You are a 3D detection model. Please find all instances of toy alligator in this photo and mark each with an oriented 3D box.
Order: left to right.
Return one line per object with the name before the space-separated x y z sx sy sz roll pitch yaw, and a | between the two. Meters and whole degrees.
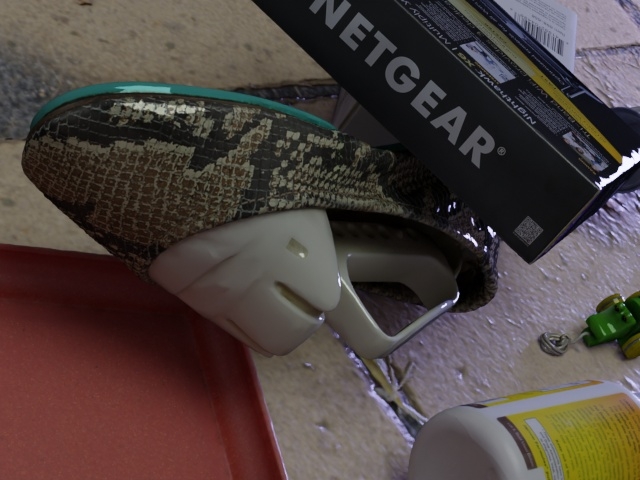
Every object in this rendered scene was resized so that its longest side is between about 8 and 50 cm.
toy alligator | 0.278 0.072 1.331 0.189 0.051 0.056 -5 54 -40

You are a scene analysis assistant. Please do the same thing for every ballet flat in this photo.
ballet flat | 0.000 0.000 1.071 0.483 0.164 0.182 5 61 -54

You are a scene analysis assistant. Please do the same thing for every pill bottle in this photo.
pill bottle | 0.178 0.170 1.105 0.215 0.117 0.117 -5 54 -39

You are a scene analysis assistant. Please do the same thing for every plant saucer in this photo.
plant saucer | -0.155 0.119 0.967 0.258 0.048 0.259 7 48 -32

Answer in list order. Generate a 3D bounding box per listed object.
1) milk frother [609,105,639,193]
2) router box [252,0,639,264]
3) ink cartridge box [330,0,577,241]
milk frother | 0.336 -0.059 1.447 0.134 0.129 0.143 -13 52 -48
router box | 0.109 -0.133 1.161 0.309 0.081 0.243 45 23 9
ink cartridge box | 0.132 -0.156 1.404 0.197 0.114 0.273 28 39 -11
